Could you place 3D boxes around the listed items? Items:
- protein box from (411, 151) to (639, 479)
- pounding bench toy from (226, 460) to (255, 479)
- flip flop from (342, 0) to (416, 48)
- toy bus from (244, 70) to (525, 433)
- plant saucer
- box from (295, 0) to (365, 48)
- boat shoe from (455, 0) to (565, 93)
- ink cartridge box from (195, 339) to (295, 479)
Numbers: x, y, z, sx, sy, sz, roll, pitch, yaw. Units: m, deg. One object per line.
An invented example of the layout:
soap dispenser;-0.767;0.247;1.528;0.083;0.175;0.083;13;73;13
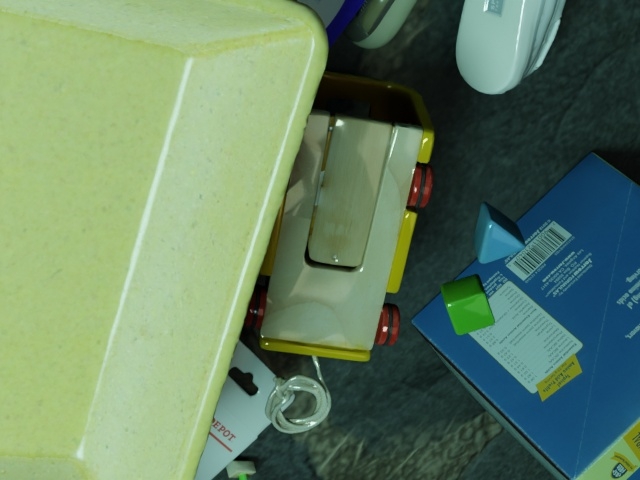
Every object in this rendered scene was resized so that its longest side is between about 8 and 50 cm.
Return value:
protein box;0.220;0.081;0.997;0.200;0.201;0.136;-43;136;-2
pounding bench toy;-0.059;0.215;0.989;0.052;0.065;0.083;0;120;-36
flip flop;0.114;-0.217;0.759;0.080;0.112;0.277;34;104;-15
toy bus;0.008;-0.010;0.845;0.202;0.104;0.191;-32;114;12
plant saucer;-0.198;0.005;0.628;0.333;0.081;0.332;9;109;-29
box;-0.064;-0.134;0.725;0.137;0.072;0.126;30;101;-43
boat shoe;0.140;-0.184;0.852;0.063;0.066;0.184;-25;129;-47
ink cartridge box;-0.118;0.128;0.884;0.181;0.061;0.104;-42;135;-3
